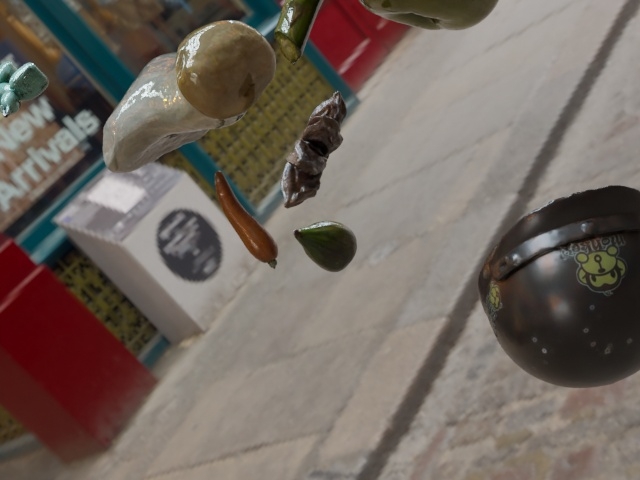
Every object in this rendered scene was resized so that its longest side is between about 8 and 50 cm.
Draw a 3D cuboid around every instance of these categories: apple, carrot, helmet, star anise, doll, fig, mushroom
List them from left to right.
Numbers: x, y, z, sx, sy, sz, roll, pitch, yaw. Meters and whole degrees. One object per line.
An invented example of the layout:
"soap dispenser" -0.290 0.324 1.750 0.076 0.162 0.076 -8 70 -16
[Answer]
"doll" -0.563 -0.244 1.820 0.159 0.059 0.158 8 55 43
"mushroom" -0.157 -0.159 1.219 0.329 0.122 0.159 -10 55 66
"carrot" -0.095 -0.024 1.314 0.035 0.142 0.035 -35 3 2
"star anise" -0.018 -0.137 1.770 0.196 0.073 0.212 -65 2 -26
"fig" 0.000 0.000 2.445 0.117 0.178 0.117 -36 42 41
"apple" 0.169 -0.461 1.658 0.279 0.279 0.279 -38 14 12
"helmet" 0.307 0.075 1.195 0.231 0.278 0.160 -11 59 2

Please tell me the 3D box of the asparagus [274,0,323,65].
"asparagus" -0.021 -0.401 1.686 0.060 0.067 0.277 -5 50 34
